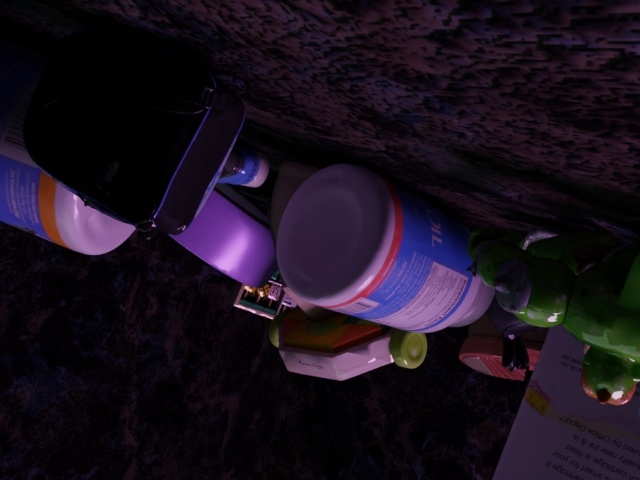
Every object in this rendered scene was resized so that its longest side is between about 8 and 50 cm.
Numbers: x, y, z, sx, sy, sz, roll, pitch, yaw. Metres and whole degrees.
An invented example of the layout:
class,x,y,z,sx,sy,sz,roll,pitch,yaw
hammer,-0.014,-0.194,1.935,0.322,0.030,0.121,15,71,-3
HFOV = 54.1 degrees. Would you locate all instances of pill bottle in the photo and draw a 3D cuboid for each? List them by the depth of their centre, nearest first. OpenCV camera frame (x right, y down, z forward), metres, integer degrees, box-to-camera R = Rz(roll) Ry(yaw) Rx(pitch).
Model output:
class,x,y,z,sx,sy,sz,roll,pitch,yaw
pill bottle,-0.284,-0.102,0.541,0.271,0.153,0.152,21,179,8
pill bottle,0.075,0.019,0.591,0.124,0.124,0.221,20,179,43

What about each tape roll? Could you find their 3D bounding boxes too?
class,x,y,z,sx,sy,sz,roll,pitch,yaw
tape roll,-0.170,-0.045,0.972,0.274,0.090,0.275,39,-177,-3

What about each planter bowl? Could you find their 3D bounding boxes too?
class,x,y,z,sx,sy,sz,roll,pitch,yaw
planter bowl,0.012,-0.011,0.713,0.161,0.109,0.162,20,180,0

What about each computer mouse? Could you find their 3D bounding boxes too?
class,x,y,z,sx,sy,sz,roll,pitch,yaw
computer mouse,0.261,0.125,0.865,0.060,0.184,0.262,-13,174,7

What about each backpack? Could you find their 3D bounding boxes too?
class,x,y,z,sx,sy,sz,roll,pitch,yaw
backpack,-0.114,-0.065,0.386,0.114,0.105,0.084,26,179,14

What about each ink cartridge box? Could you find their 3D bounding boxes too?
class,x,y,z,sx,sy,sz,roll,pitch,yaw
ink cartridge box,0.300,0.188,0.589,0.201,0.278,0.117,20,179,35

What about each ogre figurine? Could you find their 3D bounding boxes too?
class,x,y,z,sx,sy,sz,roll,pitch,yaw
ogre figurine,0.176,0.034,0.366,0.197,0.097,0.118,36,-158,17

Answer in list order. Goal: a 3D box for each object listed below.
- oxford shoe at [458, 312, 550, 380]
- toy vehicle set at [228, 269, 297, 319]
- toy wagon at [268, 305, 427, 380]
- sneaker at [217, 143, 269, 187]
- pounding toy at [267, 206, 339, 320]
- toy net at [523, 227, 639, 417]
class,x,y,z,sx,sy,sz,roll,pitch,yaw
oxford shoe,0.408,0.144,0.999,0.396,0.147,0.140,-3,146,42
toy vehicle set,-0.028,0.086,1.214,0.266,0.166,0.035,23,178,-29
toy wagon,0.087,0.086,0.956,0.267,0.344,0.068,-2,119,45
sneaker,-0.137,-0.092,0.702,0.152,0.058,0.084,14,-179,42
pounding toy,0.002,-0.001,0.897,0.094,0.206,0.181,-19,149,10
toy net,0.247,0.066,0.467,0.232,0.122,0.045,38,-143,-16
